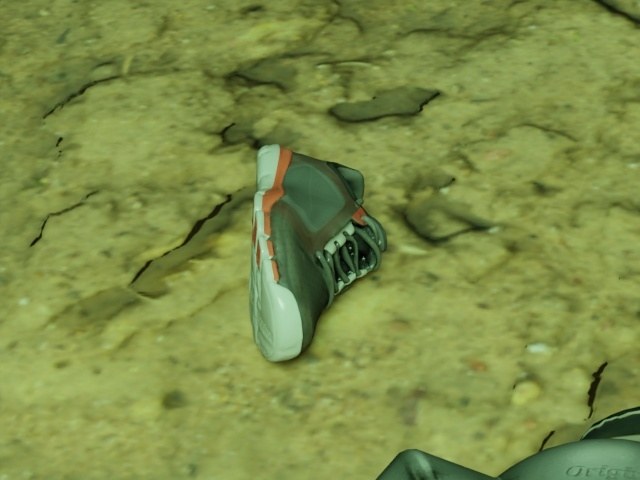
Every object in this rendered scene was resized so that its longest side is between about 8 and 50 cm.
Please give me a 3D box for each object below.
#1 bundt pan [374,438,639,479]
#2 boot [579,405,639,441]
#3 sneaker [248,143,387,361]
[{"bbox_3d":[0.059,0.183,0.441,0.331,0.124,0.331,-3,54,4],"label":"bundt pan"},{"bbox_3d":[0.275,0.072,0.683,0.377,0.138,0.284,8,34,10],"label":"boot"},{"bbox_3d":[0.000,0.000,0.905,0.065,0.061,0.158,3,32,-2],"label":"sneaker"}]
